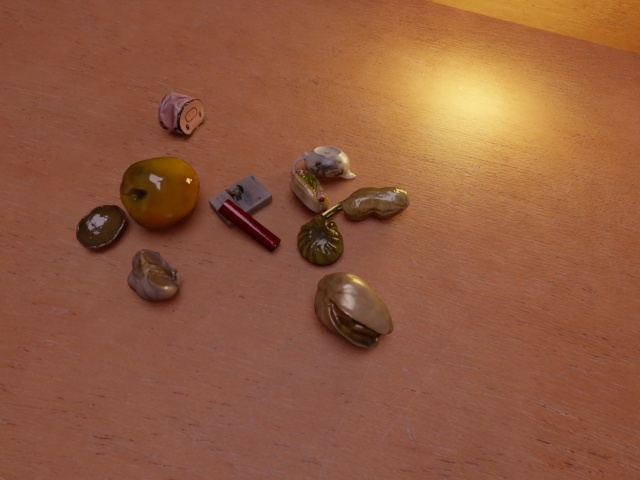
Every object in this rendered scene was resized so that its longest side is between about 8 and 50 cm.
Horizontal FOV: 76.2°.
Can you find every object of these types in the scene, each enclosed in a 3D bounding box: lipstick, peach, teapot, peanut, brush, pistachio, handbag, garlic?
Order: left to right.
[{"bbox_3d":[-0.639,0.150,1.545,0.143,0.178,0.229,-48,53,6],"label":"garlic"},{"bbox_3d":[-0.635,-0.201,1.663,0.289,0.289,0.308,32,25,12],"label":"peach"},{"bbox_3d":[-0.655,-0.597,1.923,0.116,0.179,0.205,21,60,14],"label":"handbag"},{"bbox_3d":[-0.291,-0.060,1.683,0.280,0.073,0.073,38,63,-6],"label":"lipstick"},{"bbox_3d":[0.017,-0.350,1.882,0.298,0.139,0.204,2,34,-2],"label":"teapot"},{"bbox_3d":[0.060,-0.130,1.797,0.034,0.027,0.190,34,38,16],"label":"brush"},{"bbox_3d":[0.117,0.255,1.515,0.321,0.229,0.238,43,32,7],"label":"pistachio"},{"bbox_3d":[0.243,-0.165,1.803,0.305,0.147,0.147,-1,62,-5],"label":"peanut"}]

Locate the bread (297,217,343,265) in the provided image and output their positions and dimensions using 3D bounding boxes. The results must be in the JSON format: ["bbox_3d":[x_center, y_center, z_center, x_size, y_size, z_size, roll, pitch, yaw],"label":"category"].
[{"bbox_3d":[0.000,0.000,1.706,0.213,0.105,0.213,1,63,-2],"label":"bread"}]

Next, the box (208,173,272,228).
[{"bbox_3d":[-0.348,-0.174,1.784,0.233,0.067,0.149,-36,74,-21],"label":"box"}]

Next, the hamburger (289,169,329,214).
[{"bbox_3d":[-0.044,-0.211,1.780,0.116,0.173,0.210,-41,70,2],"label":"hamburger"}]

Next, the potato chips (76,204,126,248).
[{"bbox_3d":[-0.884,-0.049,1.663,0.195,0.062,0.208,-3,63,-1],"label":"potato chips"}]
